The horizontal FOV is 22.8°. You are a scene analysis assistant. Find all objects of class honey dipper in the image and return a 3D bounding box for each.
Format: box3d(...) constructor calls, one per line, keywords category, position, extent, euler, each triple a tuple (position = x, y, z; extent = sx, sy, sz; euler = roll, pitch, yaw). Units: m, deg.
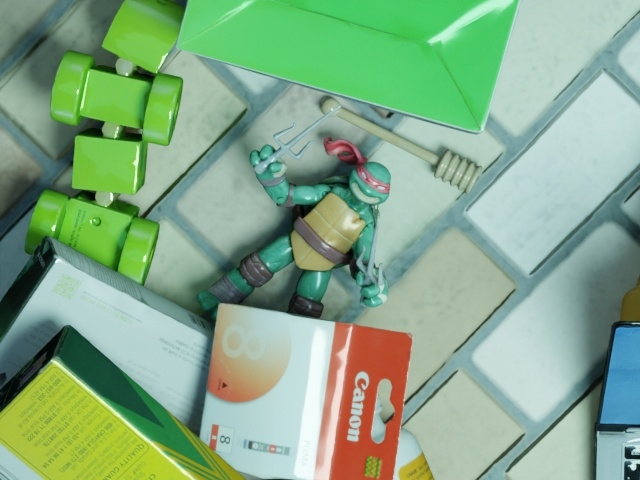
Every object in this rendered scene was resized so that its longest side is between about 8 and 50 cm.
box3d(category="honey dipper", position=(0.073, -0.091, 1.476), extent=(0.161, 0.030, 0.030), euler=(26, 95, 4))

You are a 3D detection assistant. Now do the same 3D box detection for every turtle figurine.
box3d(category="turtle figurine", position=(0.000, 0.000, 1.444), extent=(0.175, 0.118, 0.234), euler=(43, 111, 15))

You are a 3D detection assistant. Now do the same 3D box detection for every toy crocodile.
box3d(category="toy crocodile", position=(-0.195, -0.064, 1.468), extent=(0.115, 0.105, 0.340), euler=(12, 99, 0))

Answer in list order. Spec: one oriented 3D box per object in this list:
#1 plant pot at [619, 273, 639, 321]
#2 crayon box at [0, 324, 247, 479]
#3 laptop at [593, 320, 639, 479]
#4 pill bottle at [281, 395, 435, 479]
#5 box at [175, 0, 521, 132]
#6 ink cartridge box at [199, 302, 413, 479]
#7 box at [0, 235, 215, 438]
box3d(category="plant pot", position=(0.367, 0.015, 1.390), extent=(0.205, 0.205, 0.188), euler=(3, 78, 4))
box3d(category="crayon box", position=(-0.170, 0.251, 1.356), extent=(0.202, 0.081, 0.318), euler=(-43, 103, 13))
box3d(category="laptop", position=(0.427, 0.244, 1.341), extent=(0.382, 0.236, 0.408), euler=(1, 100, 8))
box3d(category="pill bottle", position=(0.045, 0.253, 1.443), extent=(0.136, 0.136, 0.245), euler=(-23, 88, 5))
box3d(category="box", position=(0.031, -0.185, 1.372), extent=(0.262, 0.231, 0.127), euler=(16, 94, 3))
box3d(category="ink cartridge box", position=(-0.016, 0.138, 1.375), extent=(0.179, 0.045, 0.145), euler=(8, 89, 31))
box3d(category="box", position=(-0.236, 0.182, 1.443), extent=(0.232, 0.058, 0.322), euler=(31, 98, -29))
